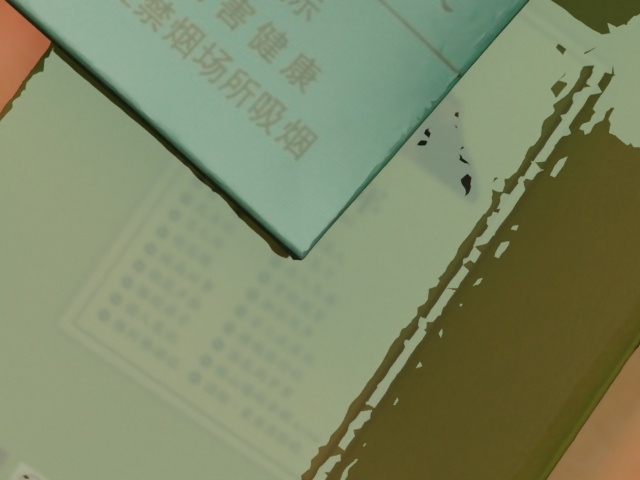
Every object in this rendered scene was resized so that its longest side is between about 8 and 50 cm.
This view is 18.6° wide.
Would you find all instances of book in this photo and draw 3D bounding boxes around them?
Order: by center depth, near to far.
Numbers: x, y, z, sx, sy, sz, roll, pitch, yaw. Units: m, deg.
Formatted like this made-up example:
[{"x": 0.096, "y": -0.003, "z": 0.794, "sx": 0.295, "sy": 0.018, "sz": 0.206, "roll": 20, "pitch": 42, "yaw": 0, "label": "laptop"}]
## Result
[{"x": 0.000, "y": 0.000, "z": 0.706, "sx": 0.239, "sy": 0.035, "sz": 0.352, "roll": 36, "pitch": 87, "yaw": -5, "label": "book"}]

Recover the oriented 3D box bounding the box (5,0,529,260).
[{"x": 0.008, "y": -0.131, "z": 0.667, "sx": 0.162, "sy": 0.041, "sz": 0.229, "roll": 42, "pitch": 86, "yaw": -4, "label": "box"}]
